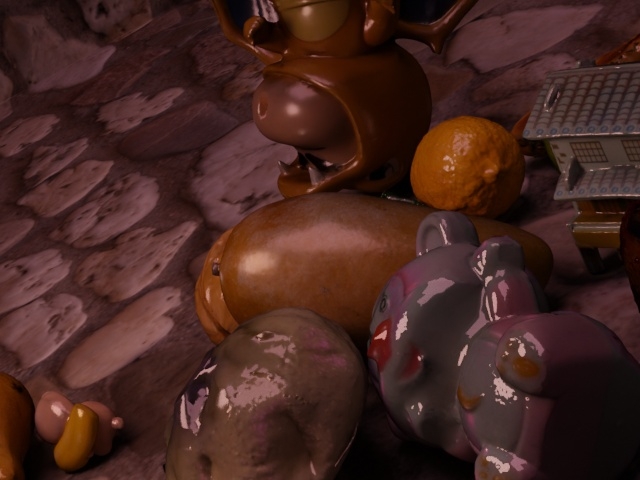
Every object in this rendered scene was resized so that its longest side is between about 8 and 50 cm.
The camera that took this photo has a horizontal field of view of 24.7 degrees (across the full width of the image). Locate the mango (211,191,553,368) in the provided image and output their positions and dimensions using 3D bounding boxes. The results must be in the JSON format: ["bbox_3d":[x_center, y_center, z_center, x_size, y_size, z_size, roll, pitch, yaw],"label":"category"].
[{"bbox_3d":[0.067,0.044,1.638,0.384,0.198,0.221,-1,-8,9],"label":"mango"}]

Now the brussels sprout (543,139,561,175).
[{"bbox_3d":[0.347,-0.125,1.809,0.149,0.122,0.152,-4,-4,34],"label":"brussels sprout"}]

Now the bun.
[{"bbox_3d":[-0.067,0.180,1.487,0.273,0.168,0.273,-51,14,18],"label":"bun"}]

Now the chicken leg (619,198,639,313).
[{"bbox_3d":[0.366,0.050,1.385,0.083,0.177,0.322,5,15,-21],"label":"chicken leg"}]

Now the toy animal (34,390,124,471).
[{"bbox_3d":[-0.295,0.233,1.801,0.114,0.091,0.082,12,15,38],"label":"toy animal"}]

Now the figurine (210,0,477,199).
[{"bbox_3d":[0.054,-0.265,2.018,0.401,0.387,0.268,-13,16,7],"label":"figurine"}]

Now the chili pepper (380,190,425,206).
[{"bbox_3d":[0.115,0.005,1.854,0.216,0.062,0.108,22,85,56],"label":"chili pepper"}]

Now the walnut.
[{"bbox_3d":[-0.073,0.055,1.832,0.159,0.159,0.206,-9,34,35],"label":"walnut"}]

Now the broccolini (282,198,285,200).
[{"bbox_3d":[0.000,0.002,2.011,0.067,0.058,0.216,-61,32,8],"label":"broccolini"}]

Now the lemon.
[{"bbox_3d":[0.185,-0.087,1.869,0.142,0.142,0.187,-37,10,-23],"label":"lemon"}]

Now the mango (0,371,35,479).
[{"bbox_3d":[-0.429,0.257,1.798,0.177,0.120,0.295,-47,19,6],"label":"mango"}]

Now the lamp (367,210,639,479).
[{"bbox_3d":[0.185,0.117,1.404,0.247,0.247,0.301,-4,19,-30],"label":"lamp"}]

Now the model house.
[{"bbox_3d":[0.374,-0.098,1.601,0.224,0.215,0.198,2,38,48],"label":"model house"}]

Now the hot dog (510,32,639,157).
[{"bbox_3d":[0.366,-0.197,1.967,0.269,0.072,0.115,-36,-4,-21],"label":"hot dog"}]
